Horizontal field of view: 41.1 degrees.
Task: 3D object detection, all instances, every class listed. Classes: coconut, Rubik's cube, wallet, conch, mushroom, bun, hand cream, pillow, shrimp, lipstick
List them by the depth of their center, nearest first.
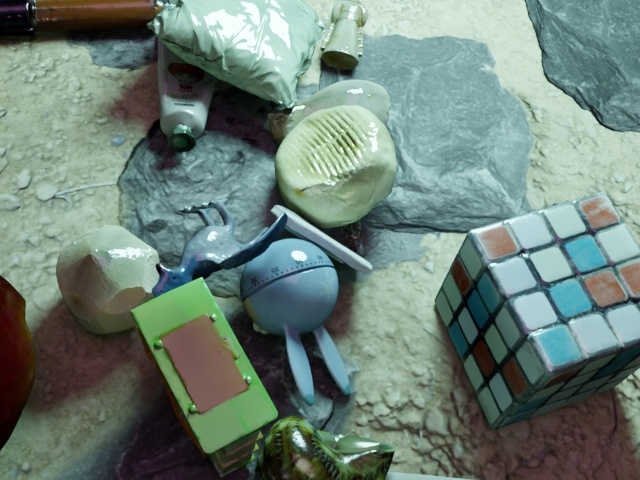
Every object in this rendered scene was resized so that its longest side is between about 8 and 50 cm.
[{"bbox_3d":[-0.002,0.331,1.254,0.181,0.187,0.124,21,97,29],"label":"conch"},{"bbox_3d":[-0.328,0.057,1.333,0.161,0.162,0.161,4,61,-7],"label":"coconut"},{"bbox_3d":[0.362,0.114,1.351,0.259,0.256,0.253,-14,63,-15],"label":"Rubik's cube"},{"bbox_3d":[0.000,0.000,1.425,0.183,0.124,0.032,34,90,-15],"label":"wallet"},{"bbox_3d":[0.032,-0.121,1.506,0.229,0.145,0.229,-13,50,16],"label":"bun"},{"bbox_3d":[0.057,-0.010,1.510,0.038,0.029,0.092,-4,52,-4],"label":"shrimp"},{"bbox_3d":[0.015,-0.241,1.598,0.225,0.093,0.116,-6,77,-15],"label":"mushroom"},{"bbox_3d":[-0.152,-0.392,1.604,0.310,0.138,0.283,24,45,-12],"label":"pillow"},{"bbox_3d":[-0.256,-0.308,1.620,0.121,0.076,0.336,4,53,-9],"label":"hand cream"},{"bbox_3d":[-0.499,-0.433,1.639,0.418,0.077,0.077,-5,61,-11],"label":"lipstick"}]

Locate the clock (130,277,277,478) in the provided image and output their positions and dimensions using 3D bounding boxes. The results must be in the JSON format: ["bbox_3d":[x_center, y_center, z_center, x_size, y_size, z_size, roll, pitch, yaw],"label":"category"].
[{"bbox_3d":[-0.168,0.212,1.214,0.106,0.255,0.220,-25,70,-20],"label":"clock"}]

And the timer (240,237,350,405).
[{"bbox_3d":[-0.048,0.124,1.366,0.175,0.175,0.256,-2,90,-10],"label":"timer"}]

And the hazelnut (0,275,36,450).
[{"bbox_3d":[-0.596,0.178,1.121,0.429,0.402,0.402,2,60,-3],"label":"hazelnut"}]

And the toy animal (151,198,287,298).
[{"bbox_3d":[-0.169,0.026,1.326,0.255,0.239,0.176,0,76,-47],"label":"toy animal"}]

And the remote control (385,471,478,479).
[{"bbox_3d":[0.142,0.375,1.163,0.103,0.277,0.055,-43,99,-27],"label":"remote control"}]

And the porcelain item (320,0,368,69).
[{"bbox_3d":[0.055,-0.445,1.743,0.084,0.054,0.213,13,60,-4],"label":"porcelain item"}]
